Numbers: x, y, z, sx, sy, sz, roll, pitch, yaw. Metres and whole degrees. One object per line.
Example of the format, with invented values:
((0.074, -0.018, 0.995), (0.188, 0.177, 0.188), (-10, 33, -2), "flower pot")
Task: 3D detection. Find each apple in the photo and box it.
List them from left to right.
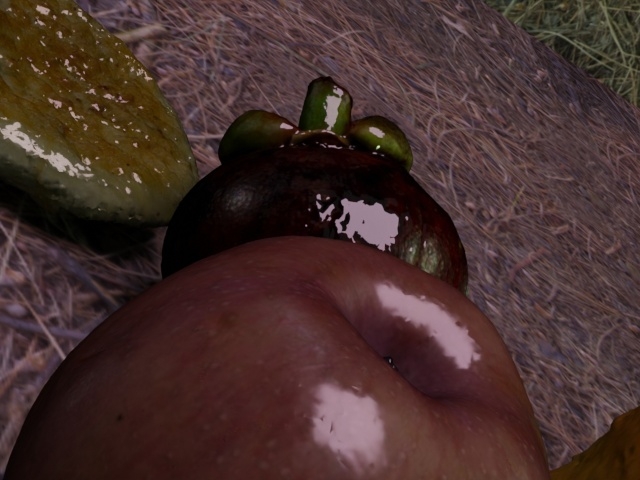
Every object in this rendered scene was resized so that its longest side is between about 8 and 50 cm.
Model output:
((-0.011, 0.137, 0.789), (0.306, 0.235, 0.305), (32, 24, -16), "apple")

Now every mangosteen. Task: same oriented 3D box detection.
((0.004, 0.011, 1.082), (0.216, 0.216, 0.216), (34, 23, -16), "mangosteen")

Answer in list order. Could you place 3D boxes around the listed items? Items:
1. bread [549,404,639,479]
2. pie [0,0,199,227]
((0.286, 0.272, 1.062), (0.340, 0.194, 0.179), (47, 21, 6), "bread")
((-0.208, -0.105, 1.167), (0.277, 0.078, 0.277), (37, 24, -20), "pie")
